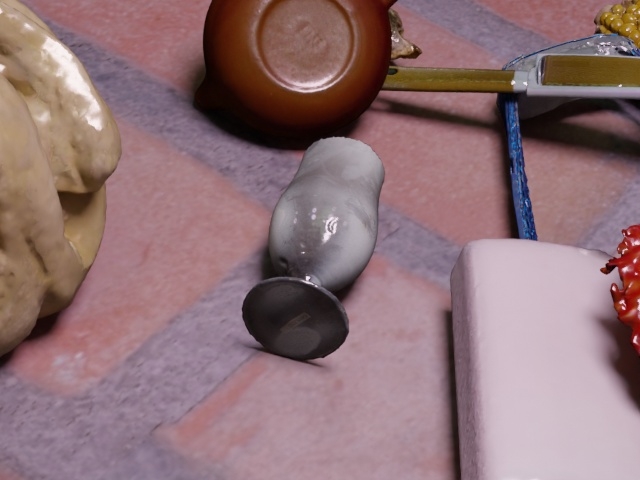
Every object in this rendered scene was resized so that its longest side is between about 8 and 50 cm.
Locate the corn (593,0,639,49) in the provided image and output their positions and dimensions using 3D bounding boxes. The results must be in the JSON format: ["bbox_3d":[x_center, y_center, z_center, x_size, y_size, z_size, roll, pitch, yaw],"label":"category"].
[{"bbox_3d":[0.394,-0.143,1.585,0.097,0.097,0.320,-25,55,-35],"label":"corn"}]

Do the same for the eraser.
[{"bbox_3d":[0.193,0.123,1.234,0.174,0.095,0.270,12,40,-9],"label":"eraser"}]

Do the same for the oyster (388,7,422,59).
[{"bbox_3d":[0.008,-0.244,1.623,0.132,0.072,0.209,-3,41,-21],"label":"oyster"}]

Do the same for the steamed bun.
[{"bbox_3d":[-0.327,-0.098,1.218,0.324,0.230,0.372,-5,49,-51],"label":"steamed bun"}]

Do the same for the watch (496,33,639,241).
[{"bbox_3d":[0.244,-0.074,1.483,0.276,0.068,0.274,-22,48,-17],"label":"watch"}]

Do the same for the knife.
[{"bbox_3d":[0.215,-0.160,1.504,0.343,0.027,0.061,3,43,13],"label":"knife"}]

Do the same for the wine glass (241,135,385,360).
[{"bbox_3d":[0.000,0.000,1.329,0.093,0.093,0.202,16,42,4],"label":"wine glass"}]

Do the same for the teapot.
[{"bbox_3d":[-0.009,-0.197,1.501,0.252,0.178,0.135,-33,12,-9],"label":"teapot"}]

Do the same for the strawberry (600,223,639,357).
[{"bbox_3d":[0.346,0.063,1.223,0.178,0.234,0.234,-23,30,29],"label":"strawberry"}]
